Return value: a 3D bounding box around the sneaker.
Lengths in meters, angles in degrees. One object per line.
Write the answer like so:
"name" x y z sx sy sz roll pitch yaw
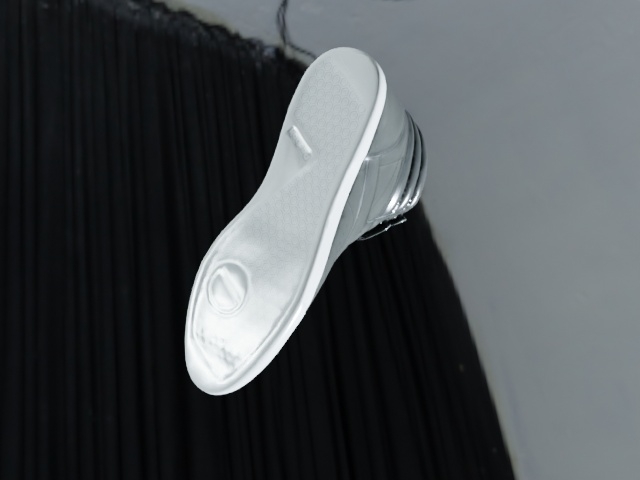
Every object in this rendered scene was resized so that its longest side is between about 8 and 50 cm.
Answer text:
"sneaker" 0.000 0.000 0.844 0.104 0.296 0.147 28 -176 31
